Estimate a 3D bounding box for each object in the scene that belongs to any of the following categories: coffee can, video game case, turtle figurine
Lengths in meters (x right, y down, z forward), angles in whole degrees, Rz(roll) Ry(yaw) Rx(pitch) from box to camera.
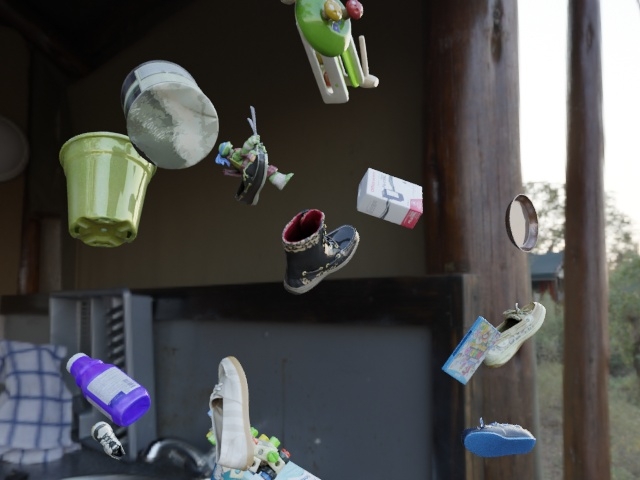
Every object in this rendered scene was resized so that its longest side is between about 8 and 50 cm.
[{"bbox_3d":[-0.372,-0.312,1.381,0.202,0.201,0.275,2,25,-23],"label":"coffee can"},{"bbox_3d":[0.393,0.287,1.476,0.119,0.166,0.015,37,-2,-41],"label":"video game case"},{"bbox_3d":[-0.204,-0.315,2.017,0.266,0.274,0.198,36,-28,-8],"label":"turtle figurine"}]

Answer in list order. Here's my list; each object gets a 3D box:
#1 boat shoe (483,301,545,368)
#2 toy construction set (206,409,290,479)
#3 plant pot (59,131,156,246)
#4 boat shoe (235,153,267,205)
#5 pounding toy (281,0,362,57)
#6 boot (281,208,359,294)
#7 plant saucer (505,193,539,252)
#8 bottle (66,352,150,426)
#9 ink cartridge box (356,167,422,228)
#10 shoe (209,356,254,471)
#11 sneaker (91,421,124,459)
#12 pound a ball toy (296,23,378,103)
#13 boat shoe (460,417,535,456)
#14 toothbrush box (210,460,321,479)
[{"bbox_3d":[0.585,0.270,1.740,0.285,0.089,0.105,-39,2,-29],"label":"boat shoe"},{"bbox_3d":[-0.212,0.573,1.598,0.151,0.215,0.328,-42,12,-15],"label":"toy construction set"},{"bbox_3d":[-0.623,-0.129,1.653,0.277,0.253,0.276,-5,-28,-2],"label":"plant pot"},{"bbox_3d":[-0.215,-0.189,1.777,0.069,0.081,0.227,7,-36,-16],"label":"boat shoe"},{"bbox_3d":[0.020,-0.596,1.452,0.110,0.182,0.237,-17,-53,45],"label":"pounding toy"},{"bbox_3d":[0.000,0.000,2.118,0.377,0.284,0.138,-37,55,-25],"label":"boot"},{"bbox_3d":[0.575,-0.048,1.633,0.169,0.168,0.029,5,-9,-43],"label":"plant saucer"},{"bbox_3d":[-0.619,0.419,1.638,0.283,0.092,0.118,24,41,28],"label":"bottle"},{"bbox_3d":[0.274,-0.167,2.253,0.238,0.171,0.100,18,-48,-8],"label":"ink cartridge box"},{"bbox_3d":[-0.162,0.295,0.998,0.059,0.219,0.076,8,-51,-24],"label":"shoe"},{"bbox_3d":[-0.358,0.341,0.969,0.037,0.083,0.032,18,50,36],"label":"sneaker"},{"bbox_3d":[0.051,-0.595,1.844,0.136,0.208,0.319,9,-42,35],"label":"pound a ball toy"},{"bbox_3d":[0.540,0.617,1.773,0.259,0.108,0.089,15,18,-22],"label":"boat shoe"},{"bbox_3d":[-0.183,0.807,1.879,0.296,0.126,0.216,20,8,26],"label":"toothbrush box"}]
